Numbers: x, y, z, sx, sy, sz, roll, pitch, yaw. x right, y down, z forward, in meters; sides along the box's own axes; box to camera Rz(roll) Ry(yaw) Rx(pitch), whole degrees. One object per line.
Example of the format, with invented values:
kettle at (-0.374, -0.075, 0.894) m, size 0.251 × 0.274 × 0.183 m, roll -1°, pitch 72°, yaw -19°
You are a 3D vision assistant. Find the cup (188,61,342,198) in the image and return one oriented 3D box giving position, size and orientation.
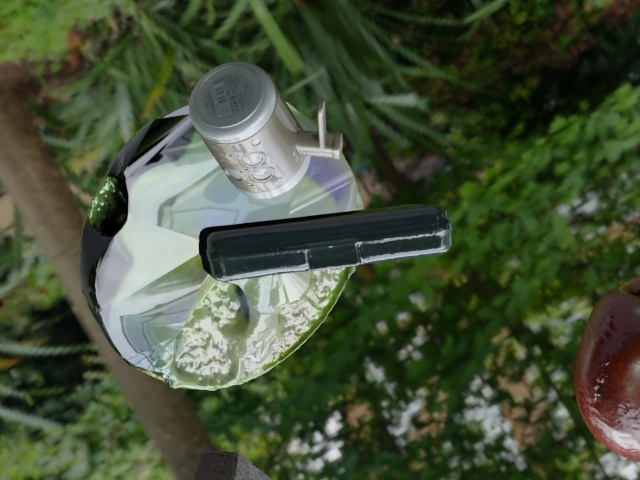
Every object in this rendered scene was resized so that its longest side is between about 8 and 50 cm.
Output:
cup at (-0.044, -0.081, 0.977) m, size 0.074 × 0.102 × 0.099 m, roll -57°, pitch 151°, yaw -13°

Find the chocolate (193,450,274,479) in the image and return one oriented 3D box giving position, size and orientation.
chocolate at (-0.141, 0.512, 2.479) m, size 0.112 × 0.111 × 0.321 m, roll -5°, pitch 149°, yaw 24°

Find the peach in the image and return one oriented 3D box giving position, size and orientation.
peach at (0.393, 0.182, 1.569) m, size 0.154 × 0.267 × 0.158 m, roll 9°, pitch -148°, yaw 11°

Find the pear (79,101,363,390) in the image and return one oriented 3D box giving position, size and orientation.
pear at (-0.152, -0.009, 1.678) m, size 0.399 × 0.398 × 0.165 m, roll -30°, pitch -153°, yaw -20°

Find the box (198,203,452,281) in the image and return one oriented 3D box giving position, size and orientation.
box at (0.000, 0.000, 1.220) m, size 0.230 × 0.050 × 0.160 m, roll -7°, pitch -177°, yaw -9°
